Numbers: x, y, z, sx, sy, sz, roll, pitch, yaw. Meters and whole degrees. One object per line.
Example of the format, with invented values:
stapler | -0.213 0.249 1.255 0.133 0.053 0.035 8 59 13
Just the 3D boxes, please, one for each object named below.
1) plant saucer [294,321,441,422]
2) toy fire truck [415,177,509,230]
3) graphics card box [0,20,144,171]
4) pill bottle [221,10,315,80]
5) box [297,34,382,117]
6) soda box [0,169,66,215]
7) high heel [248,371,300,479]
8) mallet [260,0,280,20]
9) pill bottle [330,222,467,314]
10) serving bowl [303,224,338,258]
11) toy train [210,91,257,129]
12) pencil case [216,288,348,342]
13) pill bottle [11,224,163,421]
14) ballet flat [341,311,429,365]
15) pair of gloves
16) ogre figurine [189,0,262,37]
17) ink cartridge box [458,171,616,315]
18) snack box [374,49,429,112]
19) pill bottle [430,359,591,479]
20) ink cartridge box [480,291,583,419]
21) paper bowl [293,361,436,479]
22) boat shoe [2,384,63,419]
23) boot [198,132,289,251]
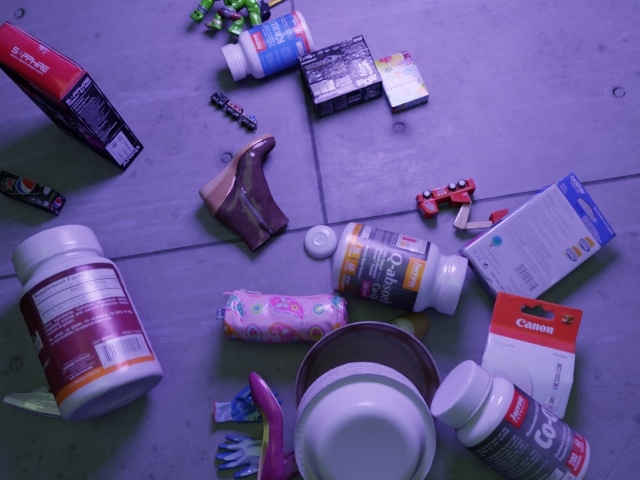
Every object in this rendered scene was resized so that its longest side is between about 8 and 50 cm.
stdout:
plant saucer | 0.101 0.322 1.339 0.311 0.050 0.310 0 95 -1
toy fire truck | 0.335 -0.073 1.483 0.192 0.047 0.135 -17 74 0
graphics card box | -0.585 -0.322 1.471 0.233 0.371 0.094 32 78 12
pill bottle | -0.136 -0.492 1.611 0.222 0.124 0.124 -23 73 -2
box | 0.050 -0.418 1.596 0.180 0.077 0.147 -20 72 -1
soda box | -0.736 -0.120 1.584 0.169 0.060 0.053 20 75 11
high heel | -0.128 0.411 1.338 0.117 0.082 0.243 -25 88 -15
mallet | -0.105 -0.672 1.712 0.190 0.039 0.062 -38 77 -11
pill bottle | 0.174 0.067 1.395 0.279 0.162 0.162 15 75 9
serving bowl | 0.000 0.000 1.500 0.084 0.027 0.083 -2 73 5
toy train | -0.220 -0.336 1.623 0.158 0.027 0.036 38 69 15
pencil case | -0.081 0.172 1.407 0.285 0.124 0.124 2 73 7
pill bottle | -0.527 0.176 1.391 0.224 0.224 0.392 -28 72 -4
ballet flat | 0.144 0.229 1.394 0.232 0.073 0.080 -30 73 -5
pair of gloves | -0.159 0.420 1.390 0.160 0.023 0.198 -7 74 1
ogre figurine | -0.234 -0.609 1.664 0.197 0.097 0.118 23 99 22
ink cartridge box | 0.490 0.006 1.416 0.311 0.065 0.185 -36 91 -4
snack box | 0.204 -0.407 1.600 0.100 0.037 0.141 -19 73 0
pill bottle | 0.374 0.377 1.251 0.283 0.161 0.161 37 79 -1
ink cartridge box | 0.446 0.245 1.340 0.189 0.066 0.232 13 97 9
paper bowl | 0.088 0.397 1.249 0.285 0.148 0.283 0 94 -1
boat shoe | -0.627 0.364 1.429 0.184 0.066 0.063 6 60 9
boot | -0.148 -0.119 1.536 0.207 0.090 0.248 44 80 3
